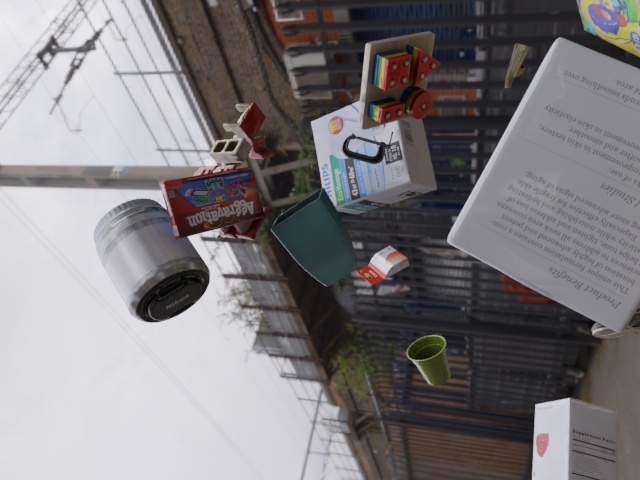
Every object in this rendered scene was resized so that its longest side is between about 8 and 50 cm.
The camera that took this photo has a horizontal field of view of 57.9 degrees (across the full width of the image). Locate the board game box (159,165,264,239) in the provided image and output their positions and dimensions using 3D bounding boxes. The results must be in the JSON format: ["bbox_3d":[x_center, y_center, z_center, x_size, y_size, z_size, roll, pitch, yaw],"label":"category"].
[{"bbox_3d":[-0.272,-0.102,1.499,0.281,0.027,0.145,-19,-84,-46],"label":"board game box"}]

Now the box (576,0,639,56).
[{"bbox_3d":[0.792,-0.646,1.446,0.279,0.177,0.290,51,-171,-38],"label":"box"}]

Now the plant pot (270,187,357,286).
[{"bbox_3d":[0.000,0.000,1.664,0.234,0.165,0.166,55,-168,-10],"label":"plant pot"}]

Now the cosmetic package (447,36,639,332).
[{"bbox_3d":[0.489,-0.102,1.086,0.393,0.329,0.327,-63,-15,13],"label":"cosmetic package"}]

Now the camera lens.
[{"bbox_3d":[-0.431,0.055,1.485,0.274,0.219,0.219,51,-179,24],"label":"camera lens"}]

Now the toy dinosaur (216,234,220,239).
[{"bbox_3d":[-0.308,-0.077,2.076,0.268,0.064,0.118,-34,-49,-76],"label":"toy dinosaur"}]

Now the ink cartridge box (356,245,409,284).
[{"bbox_3d":[0.245,0.097,2.337,0.145,0.179,0.045,41,152,59],"label":"ink cartridge box"}]

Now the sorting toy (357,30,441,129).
[{"bbox_3d":[0.246,-0.464,1.718,0.255,0.089,0.257,-21,-48,-31],"label":"sorting toy"}]

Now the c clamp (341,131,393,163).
[{"bbox_3d":[0.151,-0.309,1.884,0.022,0.161,0.137,104,176,-65],"label":"c clamp"}]

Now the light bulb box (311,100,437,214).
[{"bbox_3d":[0.191,-0.314,2.125,0.225,0.361,0.358,5,-108,-54],"label":"light bulb box"}]

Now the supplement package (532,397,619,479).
[{"bbox_3d":[0.754,0.640,1.719,0.177,0.175,0.293,125,160,-63],"label":"supplement package"}]

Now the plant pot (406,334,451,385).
[{"bbox_3d":[0.226,0.247,1.168,0.079,0.083,0.083,65,-154,-19],"label":"plant pot"}]

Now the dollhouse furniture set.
[{"bbox_3d":[-0.220,-0.211,1.718,0.201,0.152,0.374,51,-125,-41],"label":"dollhouse furniture set"}]

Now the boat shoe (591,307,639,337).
[{"bbox_3d":[1.031,0.270,1.967,0.112,0.335,0.095,-49,46,51],"label":"boat shoe"}]

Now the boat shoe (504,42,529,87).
[{"bbox_3d":[0.547,-0.482,1.616,0.135,0.045,0.050,89,-162,-51],"label":"boat shoe"}]
